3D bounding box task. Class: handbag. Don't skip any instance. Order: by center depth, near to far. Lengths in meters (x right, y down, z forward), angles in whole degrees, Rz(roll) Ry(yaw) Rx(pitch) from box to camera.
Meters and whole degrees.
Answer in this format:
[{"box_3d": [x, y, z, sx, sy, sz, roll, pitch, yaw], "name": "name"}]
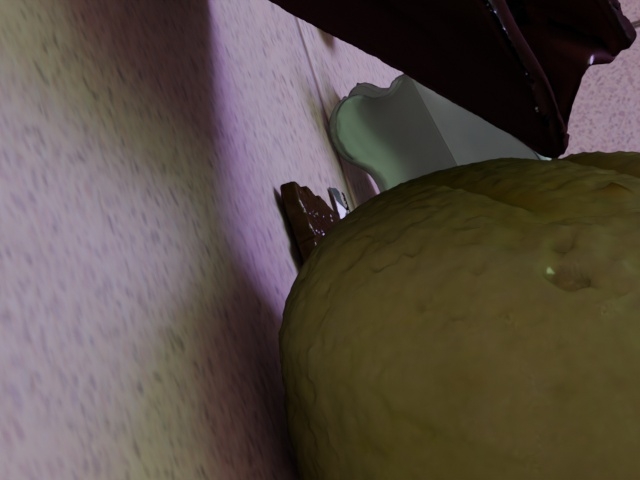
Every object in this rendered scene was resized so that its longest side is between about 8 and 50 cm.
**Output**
[{"box_3d": [0.009, -0.158, 0.813, 0.260, 0.084, 0.275, 34, -3, 27], "name": "handbag"}]

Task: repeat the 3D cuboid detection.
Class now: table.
[{"box_3d": [0.104, -0.038, 1.216, 0.198, 0.166, 0.166, 61, 12, -6], "name": "table"}]

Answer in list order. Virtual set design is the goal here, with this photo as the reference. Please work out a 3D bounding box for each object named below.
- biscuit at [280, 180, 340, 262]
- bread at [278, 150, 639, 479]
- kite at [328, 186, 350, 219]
[{"box_3d": [0.000, 0.000, 0.985, 0.082, 0.016, 0.092, 63, 11, -9], "name": "biscuit"}, {"box_3d": [0.135, 0.072, 0.778, 0.320, 0.320, 0.237, -69, 143, -73], "name": "bread"}, {"box_3d": [0.045, 0.079, 1.070, 0.229, 0.012, 0.250, 43, 29, -65], "name": "kite"}]
